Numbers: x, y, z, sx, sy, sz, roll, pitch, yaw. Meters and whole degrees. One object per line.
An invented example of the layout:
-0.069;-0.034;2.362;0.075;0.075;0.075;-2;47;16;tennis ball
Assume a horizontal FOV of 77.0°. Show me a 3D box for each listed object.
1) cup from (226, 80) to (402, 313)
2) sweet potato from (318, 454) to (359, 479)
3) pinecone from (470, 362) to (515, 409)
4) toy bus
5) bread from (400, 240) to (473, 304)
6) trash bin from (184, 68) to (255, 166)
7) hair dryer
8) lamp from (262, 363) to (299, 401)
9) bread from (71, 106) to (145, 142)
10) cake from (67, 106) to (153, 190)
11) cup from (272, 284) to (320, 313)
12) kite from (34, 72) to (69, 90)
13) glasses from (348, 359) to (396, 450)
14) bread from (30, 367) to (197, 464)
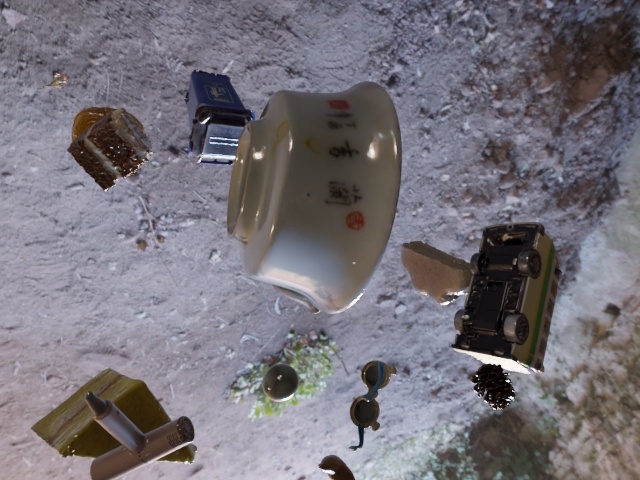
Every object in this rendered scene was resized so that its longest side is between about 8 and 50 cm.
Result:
-0.042;-0.073;0.591;0.163;0.347;0.347;8;120;-19;cup
0.059;0.663;1.131;0.281;0.059;0.067;56;41;-28;sweet potato
0.332;0.280;0.772;0.077;0.083;0.077;0;114;1;pinecone
0.426;0.128;0.889;0.179;0.143;0.305;32;68;-29;toy bus
0.414;0.123;1.446;0.102;0.337;0.183;-14;114;-24;bread
-0.293;-0.341;1.115;0.162;0.234;0.184;-2;142;-31;trash bin
-0.368;0.343;0.705;0.195;0.053;0.220;-28;132;3;hair dryer
-0.113;0.404;1.145;0.105;0.105;0.105;-20;133;-22;lamp
-0.721;-0.349;1.367;0.236;0.120;0.198;3;100;-10;bread
-0.490;-0.219;0.960;0.147;0.135;0.134;-30;126;-2;cake
-0.060;0.074;1.022;0.150;0.199;0.199;17;114;-22;cup
-0.609;-0.362;0.916;0.078;0.002;0.044;-37;167;-52;kite
0.102;0.403;1.000;0.220;0.088;0.190;14;94;-65;glasses
-0.533;0.561;1.110;0.245;0.233;0.362;-45;121;-41;bread
